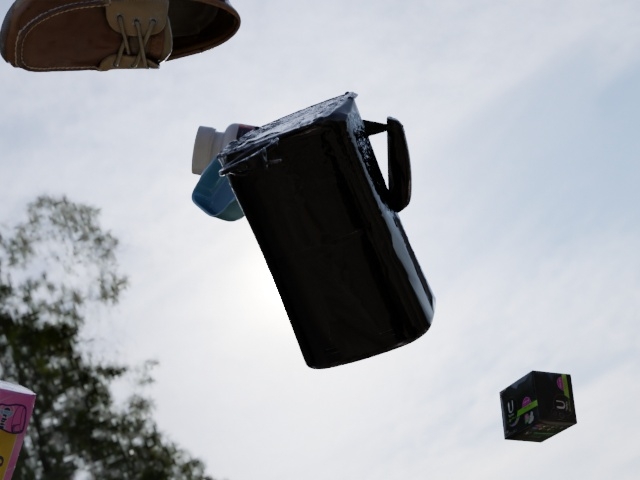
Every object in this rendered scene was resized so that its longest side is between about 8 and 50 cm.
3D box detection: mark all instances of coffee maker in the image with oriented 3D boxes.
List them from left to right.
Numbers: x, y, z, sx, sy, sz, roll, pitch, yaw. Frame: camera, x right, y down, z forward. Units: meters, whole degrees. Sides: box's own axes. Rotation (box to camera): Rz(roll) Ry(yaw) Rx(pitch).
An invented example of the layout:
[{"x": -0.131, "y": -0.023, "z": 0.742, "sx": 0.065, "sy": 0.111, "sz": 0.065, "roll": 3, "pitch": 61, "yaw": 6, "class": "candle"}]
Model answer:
[{"x": 0.000, "y": 0.000, "z": 0.680, "sx": 0.120, "sy": 0.178, "sz": 0.171, "roll": -13, "pitch": 16, "yaw": 38, "class": "coffee maker"}]

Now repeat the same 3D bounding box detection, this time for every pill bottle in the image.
[{"x": -0.105, "y": -0.130, "z": 1.494, "sx": 0.193, "sy": 0.108, "sz": 0.108, "roll": 9, "pitch": -41, "yaw": -3, "class": "pill bottle"}]

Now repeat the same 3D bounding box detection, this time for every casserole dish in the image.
[{"x": -0.121, "y": -0.080, "z": 1.298, "sx": 0.037, "sy": 0.188, "sz": 0.114, "roll": 37, "pitch": -92, "yaw": -25, "class": "casserole dish"}]

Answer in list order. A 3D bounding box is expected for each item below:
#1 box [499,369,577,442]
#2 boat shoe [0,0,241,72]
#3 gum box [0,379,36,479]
[{"x": 0.253, "y": 0.195, "z": 1.088, "sx": 0.052, "sy": 0.062, "sz": 0.083, "roll": 8, "pitch": -30, "yaw": -16, "class": "box"}, {"x": -0.229, "y": -0.265, "z": 1.130, "sx": 0.324, "sy": 0.116, "sz": 0.123, "roll": -28, "pitch": -35, "yaw": -39, "class": "boat shoe"}, {"x": -0.284, "y": 0.184, "z": 0.651, "sx": 0.107, "sy": 0.062, "sz": 0.188, "roll": 19, "pitch": -99, "yaw": -27, "class": "gum box"}]
